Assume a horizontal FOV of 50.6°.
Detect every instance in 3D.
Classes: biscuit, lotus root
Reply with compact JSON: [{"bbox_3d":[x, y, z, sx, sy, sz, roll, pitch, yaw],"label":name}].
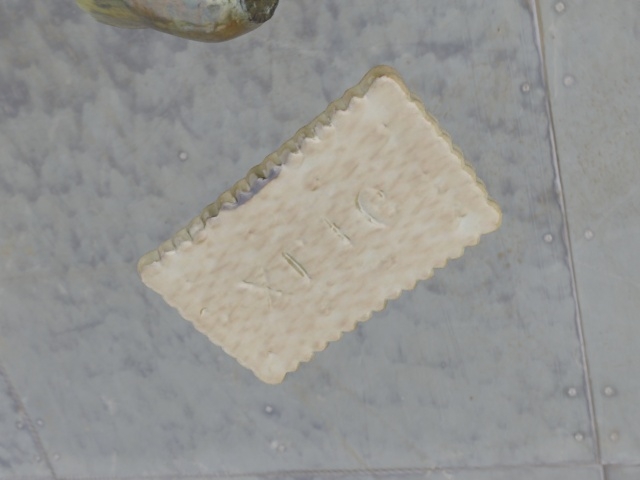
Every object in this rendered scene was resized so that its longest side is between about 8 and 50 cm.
[{"bbox_3d":[0.000,0.000,0.676,0.324,0.044,0.217,-38,118,15],"label":"biscuit"},{"bbox_3d":[-0.239,-0.456,1.144,0.345,0.250,0.251,17,118,18],"label":"lotus root"}]
